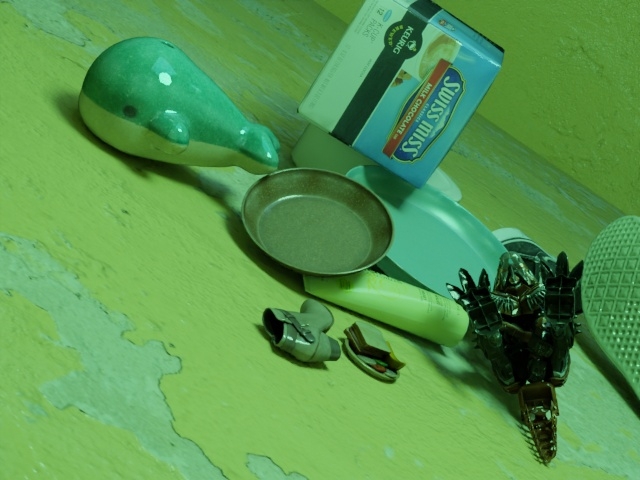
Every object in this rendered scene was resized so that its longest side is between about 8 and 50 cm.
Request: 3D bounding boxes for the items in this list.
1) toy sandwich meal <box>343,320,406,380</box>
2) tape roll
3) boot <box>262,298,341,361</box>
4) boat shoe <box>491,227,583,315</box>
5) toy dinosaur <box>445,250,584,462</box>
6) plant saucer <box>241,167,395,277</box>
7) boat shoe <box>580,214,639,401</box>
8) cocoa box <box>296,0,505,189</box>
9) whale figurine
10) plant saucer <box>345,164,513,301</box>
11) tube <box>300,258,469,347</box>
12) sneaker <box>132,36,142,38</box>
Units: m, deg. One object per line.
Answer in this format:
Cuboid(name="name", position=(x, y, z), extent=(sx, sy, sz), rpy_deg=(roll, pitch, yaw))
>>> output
Cuboid(name="toy sandwich meal", position=(0.064, 0.130, 1.512), extent=(0.085, 0.029, 0.085), rpy_deg=(31, 16, -10))
Cuboid(name="tape roll", position=(0.093, -0.112, 2.148), extent=(0.286, 0.100, 0.286), rpy_deg=(31, 17, -10))
Cuboid(name="boot", position=(-0.027, 0.092, 1.428), extent=(0.087, 0.042, 0.118), rpy_deg=(21, 20, -32))
Cuboid(name="boat shoe", position=(0.354, 0.066, 2.147), extent=(0.301, 0.108, 0.102), rpy_deg=(26, 15, -50))
Cuboid(name="toy dinosaur", position=(0.277, 0.132, 1.667), extent=(0.322, 0.164, 0.218), rpy_deg=(58, -10, 43))
Cuboid(name="plant saucer", position=(-0.005, -0.016, 1.644), extent=(0.199, 0.036, 0.198), rpy_deg=(8, 42, -7))
Cuboid(name="boat shoe", position=(0.561, 0.160, 2.075), extent=(0.156, 0.187, 0.500), rpy_deg=(29, 29, -35))
Cuboid(name="cocoa box", position=(0.140, -0.256, 2.052), extent=(0.228, 0.231, 0.347), rpy_deg=(33, 15, 1))
Cuboid(name="whale figurine", position=(-0.173, -0.174, 1.676), extent=(0.272, 0.141, 0.216), rpy_deg=(19, 18, -5))
Cuboid(name="plant saucer", position=(0.158, 0.008, 1.888), extent=(0.318, 0.043, 0.317), rpy_deg=(27, 27, -15))
Cuboid(name="tube", position=(0.079, 0.074, 1.660), extent=(0.240, 0.062, 0.070), rpy_deg=(21, -10, -22))
Cuboid(name="sneaker", position=(-0.288, -0.316, 2.132), extent=(0.037, 0.032, 0.083), rpy_deg=(29, 5, 40))
